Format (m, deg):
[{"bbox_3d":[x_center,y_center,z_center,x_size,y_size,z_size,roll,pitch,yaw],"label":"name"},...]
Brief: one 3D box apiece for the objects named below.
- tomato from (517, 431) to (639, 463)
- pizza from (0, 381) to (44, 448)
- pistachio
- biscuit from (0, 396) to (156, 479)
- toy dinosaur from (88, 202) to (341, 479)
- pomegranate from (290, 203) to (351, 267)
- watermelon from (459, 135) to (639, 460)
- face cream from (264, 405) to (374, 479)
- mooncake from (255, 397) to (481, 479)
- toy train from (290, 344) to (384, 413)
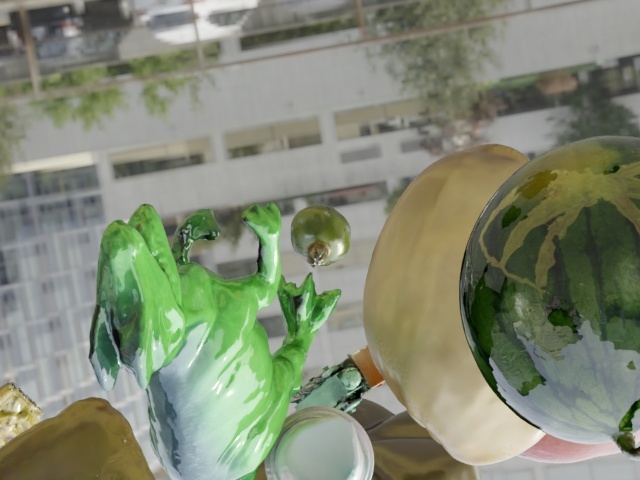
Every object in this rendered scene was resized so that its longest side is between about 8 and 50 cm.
[{"bbox_3d":[0.302,0.099,1.547,0.341,0.341,0.273,-11,141,-22],"label":"tomato"},{"bbox_3d":[-0.434,0.265,1.709,0.099,0.160,0.036,13,-149,-34],"label":"pizza"},{"bbox_3d":[0.153,0.067,1.196,0.229,0.309,0.230,12,154,6],"label":"pistachio"},{"bbox_3d":[-0.115,0.169,0.495,0.174,0.183,0.039,-33,153,-18],"label":"biscuit"},{"bbox_3d":[-0.092,0.195,0.989,0.143,0.500,0.374,6,-167,11],"label":"toy dinosaur"},{"bbox_3d":[0.001,0.002,1.398,0.073,0.085,0.073,-4,151,-2],"label":"pomegranate"},{"bbox_3d":[0.167,0.031,0.844,0.127,0.232,0.204,19,155,-26],"label":"watermelon"},{"bbox_3d":[-0.002,0.212,1.192,0.101,0.102,0.345,-10,171,-2],"label":"face cream"},{"bbox_3d":[0.037,0.424,1.968,0.466,0.262,0.467,-3,-170,1],"label":"mooncake"},{"bbox_3d":[0.031,0.202,1.701,0.118,0.074,0.176,-28,169,-32],"label":"toy train"}]
